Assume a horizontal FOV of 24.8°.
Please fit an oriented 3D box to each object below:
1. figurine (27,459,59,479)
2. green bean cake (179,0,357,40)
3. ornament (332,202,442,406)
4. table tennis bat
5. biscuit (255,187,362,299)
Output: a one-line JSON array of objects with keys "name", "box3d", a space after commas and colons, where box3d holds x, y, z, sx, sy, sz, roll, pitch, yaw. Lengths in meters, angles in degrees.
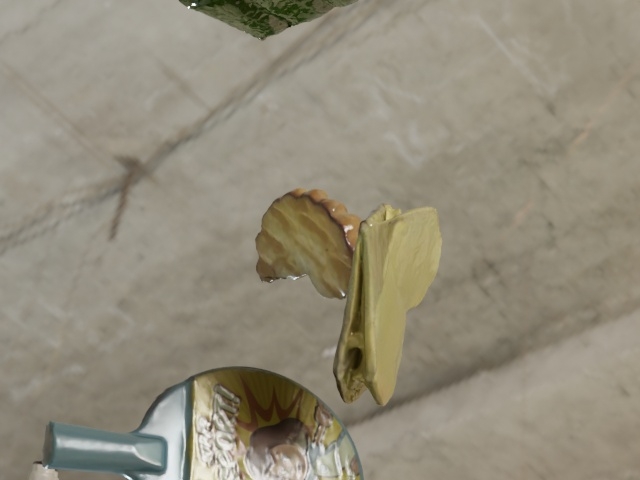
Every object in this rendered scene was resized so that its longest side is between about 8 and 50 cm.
[{"name": "figurine", "box3d": [-0.357, 0.383, 1.774, 0.137, 0.111, 0.229, 120, -22, -74]}, {"name": "green bean cake", "box3d": [-0.022, -0.329, 1.268, 0.249, 0.156, 0.247, -20, -108, 25]}, {"name": "ornament", "box3d": [0.057, 0.040, 1.372, 0.059, 0.180, 0.201, 7, -123, 18]}, {"name": "table tennis bat", "box3d": [-0.105, 0.220, 1.406, 0.044, 0.329, 0.215, -41, -137, 55]}, {"name": "biscuit", "box3d": [0.000, 0.000, 1.593, 0.183, 0.061, 0.118, 17, -69, 49]}]
